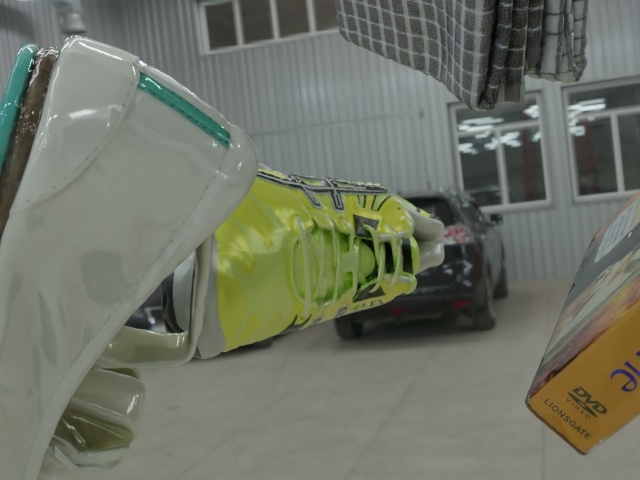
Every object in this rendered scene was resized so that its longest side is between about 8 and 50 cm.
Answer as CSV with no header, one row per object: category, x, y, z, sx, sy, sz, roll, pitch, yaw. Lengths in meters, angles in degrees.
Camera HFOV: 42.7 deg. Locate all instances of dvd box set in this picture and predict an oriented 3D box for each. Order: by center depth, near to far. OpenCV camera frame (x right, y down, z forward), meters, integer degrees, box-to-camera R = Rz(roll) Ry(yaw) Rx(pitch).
dvd box set,0.320,-0.068,0.551,0.420,0.062,0.307,-55,-7,36

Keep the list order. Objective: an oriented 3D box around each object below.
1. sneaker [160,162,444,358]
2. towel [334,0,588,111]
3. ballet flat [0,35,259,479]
sneaker,0.000,0.000,0.680,0.147,0.145,0.384,1,10,22
towel,0.099,-0.265,0.690,0.121,0.284,0.235,-30,41,-26
ballet flat,-0.145,0.069,0.464,0.139,0.139,0.400,-8,-35,-39
